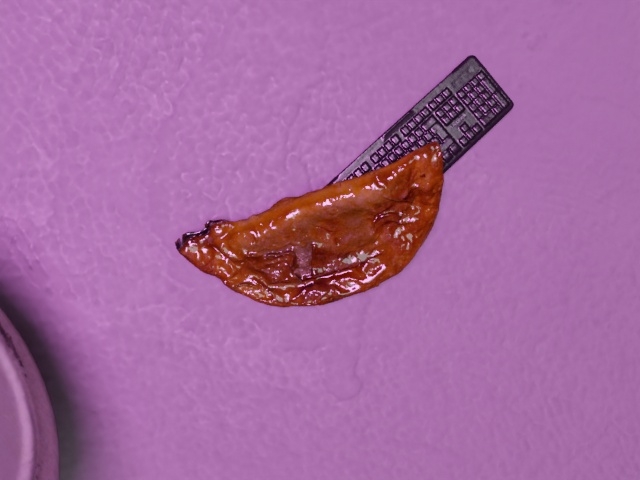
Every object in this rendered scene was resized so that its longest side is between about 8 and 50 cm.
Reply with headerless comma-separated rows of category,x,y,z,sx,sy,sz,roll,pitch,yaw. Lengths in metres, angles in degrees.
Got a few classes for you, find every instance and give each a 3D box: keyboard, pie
keyboard,0.070,-0.066,0.564,0.155,0.010,0.053,-43,97,-4
pie,0.002,0.001,0.544,0.191,0.033,0.088,-19,108,5

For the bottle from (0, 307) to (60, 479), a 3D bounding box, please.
bottle,-0.332,0.150,0.410,0.351,0.229,0.229,-29,98,16
